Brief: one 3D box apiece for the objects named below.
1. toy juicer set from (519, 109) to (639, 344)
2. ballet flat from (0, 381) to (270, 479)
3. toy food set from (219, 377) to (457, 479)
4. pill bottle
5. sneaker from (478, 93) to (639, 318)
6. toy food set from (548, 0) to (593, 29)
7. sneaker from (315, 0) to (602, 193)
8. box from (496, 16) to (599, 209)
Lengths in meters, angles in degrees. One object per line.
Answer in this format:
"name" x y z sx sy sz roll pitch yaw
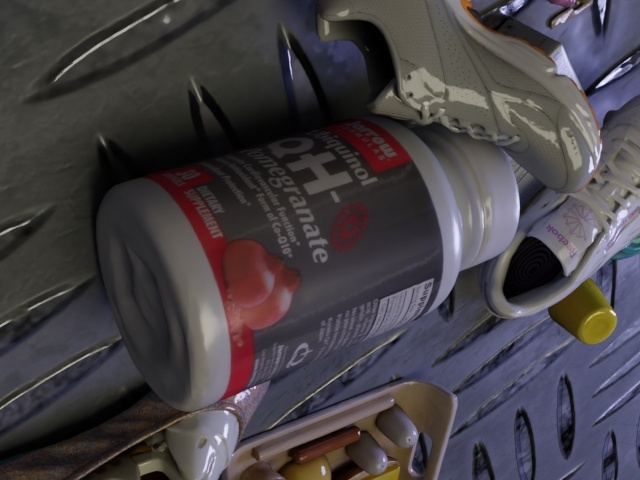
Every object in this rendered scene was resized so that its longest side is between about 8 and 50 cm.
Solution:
"toy juicer set" 0.313 -0.045 1.086 0.209 0.089 0.329 18 113 -27
"ballet flat" -0.159 0.205 0.849 0.316 0.106 0.108 -25 134 -24
"toy food set" 0.013 0.297 1.079 0.306 0.092 0.220 -15 129 -31
"pill bottle" 0.000 0.000 0.770 0.318 0.176 0.176 -19 132 -29
"sneaker" 0.275 -0.029 0.933 0.305 0.114 0.152 -49 173 14
"toy food set" 0.238 -0.256 0.891 0.078 0.019 0.122 -33 137 -17
"sneaker" 0.099 -0.115 0.740 0.262 0.099 0.121 44 72 -8
"box" 0.183 -0.116 0.914 0.126 0.072 0.137 -46 139 -1
